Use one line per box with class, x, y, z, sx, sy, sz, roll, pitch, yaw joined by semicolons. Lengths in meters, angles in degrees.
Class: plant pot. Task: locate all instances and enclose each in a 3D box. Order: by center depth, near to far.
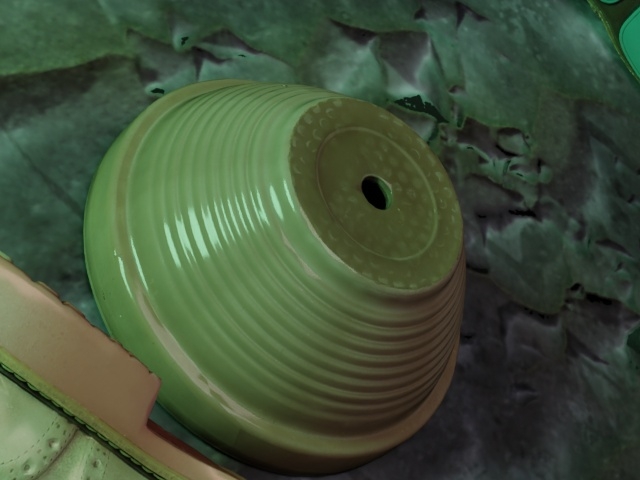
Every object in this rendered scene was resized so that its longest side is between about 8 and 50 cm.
plant pot;0.000;0.000;0.918;0.237;0.110;0.237;20;53;-29

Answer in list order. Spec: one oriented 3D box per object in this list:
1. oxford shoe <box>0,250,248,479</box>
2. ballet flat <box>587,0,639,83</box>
oxford shoe;-0.078;0.161;0.763;0.397;0.140;0.146;42;75;-16
ballet flat;0.239;-0.182;1.266;0.206;0.073;0.067;53;29;-4
